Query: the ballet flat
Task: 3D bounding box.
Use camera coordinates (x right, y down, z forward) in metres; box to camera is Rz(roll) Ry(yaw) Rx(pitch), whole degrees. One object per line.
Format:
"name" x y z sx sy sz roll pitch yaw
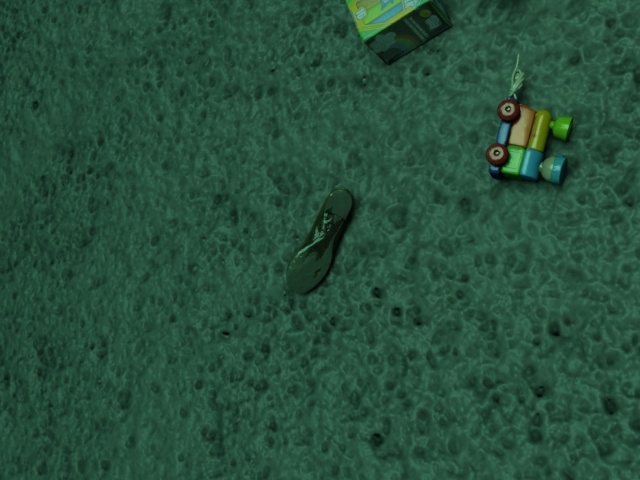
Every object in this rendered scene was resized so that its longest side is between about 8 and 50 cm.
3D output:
"ballet flat" 0.000 0.000 1.769 0.084 0.058 0.249 24 98 -3

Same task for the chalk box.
"chalk box" 0.183 -0.496 1.727 0.213 0.132 0.132 -29 66 21

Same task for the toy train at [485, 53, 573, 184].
"toy train" 0.413 -0.229 1.557 0.143 0.105 0.248 14 86 21
